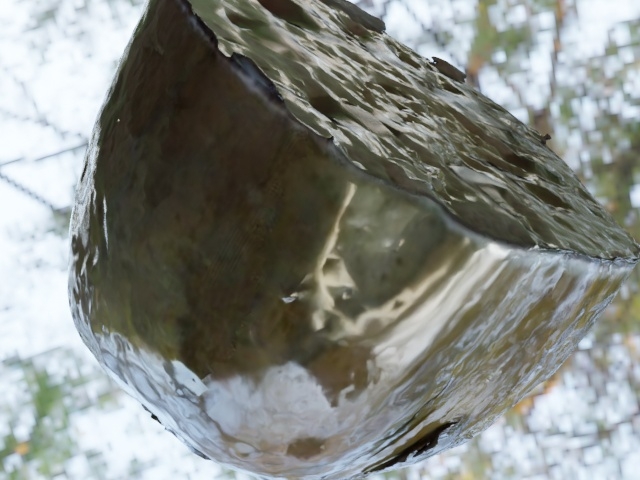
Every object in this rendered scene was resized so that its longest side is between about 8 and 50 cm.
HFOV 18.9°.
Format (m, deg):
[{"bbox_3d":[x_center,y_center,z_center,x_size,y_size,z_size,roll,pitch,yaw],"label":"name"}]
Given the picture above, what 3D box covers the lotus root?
[{"bbox_3d":[0.000,0.000,0.877,0.272,0.192,0.272,25,-166,-7],"label":"lotus root"}]
